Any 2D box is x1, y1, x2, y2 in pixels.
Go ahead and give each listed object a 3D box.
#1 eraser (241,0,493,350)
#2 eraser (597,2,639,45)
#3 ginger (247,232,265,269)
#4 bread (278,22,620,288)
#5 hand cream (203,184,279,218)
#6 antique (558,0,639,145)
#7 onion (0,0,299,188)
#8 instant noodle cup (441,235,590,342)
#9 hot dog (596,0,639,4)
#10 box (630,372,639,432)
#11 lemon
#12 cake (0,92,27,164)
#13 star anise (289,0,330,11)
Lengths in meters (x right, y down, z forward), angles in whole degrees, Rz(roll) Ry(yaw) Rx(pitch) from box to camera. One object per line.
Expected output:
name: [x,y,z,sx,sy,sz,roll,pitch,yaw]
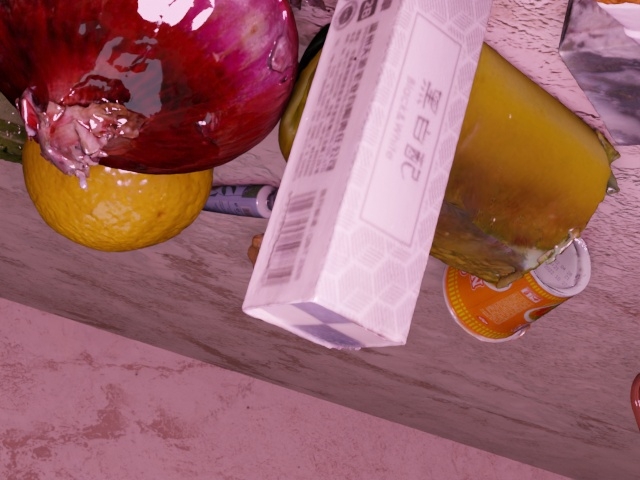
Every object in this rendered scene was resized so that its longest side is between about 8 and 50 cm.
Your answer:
eraser: [0.053,-0.115,0.760,0.096,0.403,0.098,31,155,-31]
eraser: [0.319,-0.175,0.729,0.130,0.086,0.287,7,180,36]
ginger: [0.000,0.000,1.525,0.190,0.126,0.354,16,161,-13]
bread: [0.133,-0.101,1.063,0.377,0.208,0.251,32,151,-28]
hand cream: [-0.158,-0.064,1.588,0.256,0.055,0.088,1,165,42]
antique: [0.295,-0.172,0.889,0.086,0.088,0.183,0,154,37]
onion: [-0.199,-0.178,0.909,0.348,0.285,0.347,13,145,9]
instant noodle cup: [0.300,0.055,1.421,0.168,0.168,0.185,23,152,-18]
hot dog: [0.111,-0.283,0.481,0.388,0.266,0.174,30,165,-27]
box: [0.667,0.257,1.381,0.340,0.239,0.229,-14,175,-35]
lemon: [-0.274,-0.105,1.295,0.268,0.267,0.267,14,160,5]
cake: [-0.479,-0.172,1.475,0.235,0.100,0.099,19,162,-8]
star anise: [-0.038,-0.264,0.942,0.124,0.056,0.129,38,150,-25]
